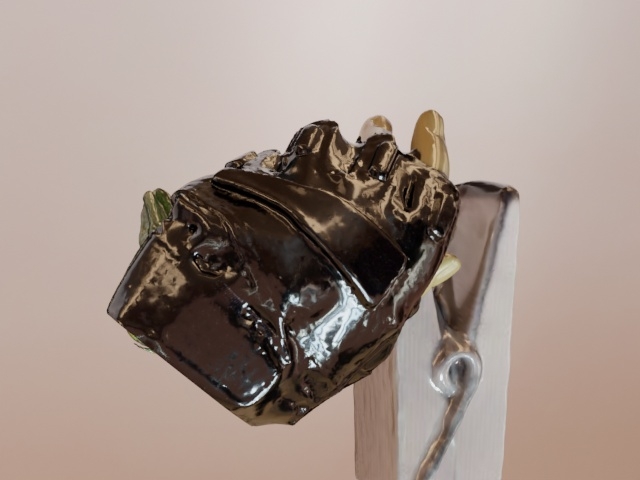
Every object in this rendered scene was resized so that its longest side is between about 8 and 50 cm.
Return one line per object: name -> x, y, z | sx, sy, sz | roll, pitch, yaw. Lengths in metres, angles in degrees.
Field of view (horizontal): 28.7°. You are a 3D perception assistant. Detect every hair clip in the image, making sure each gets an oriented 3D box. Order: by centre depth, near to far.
hair clip -> 0.075, 0.120, 0.875 | 0.101, 0.330, 0.085 | 0, -177, -34

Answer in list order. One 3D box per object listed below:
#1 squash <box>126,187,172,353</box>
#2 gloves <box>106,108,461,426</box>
squash -> -0.122, 0.020, 1.095 | 0.105, 0.105, 0.132 | 6, -126, -22
gloves -> 0.000, 0.000, 0.672 | 0.164, 0.203, 0.124 | 43, 170, -28
